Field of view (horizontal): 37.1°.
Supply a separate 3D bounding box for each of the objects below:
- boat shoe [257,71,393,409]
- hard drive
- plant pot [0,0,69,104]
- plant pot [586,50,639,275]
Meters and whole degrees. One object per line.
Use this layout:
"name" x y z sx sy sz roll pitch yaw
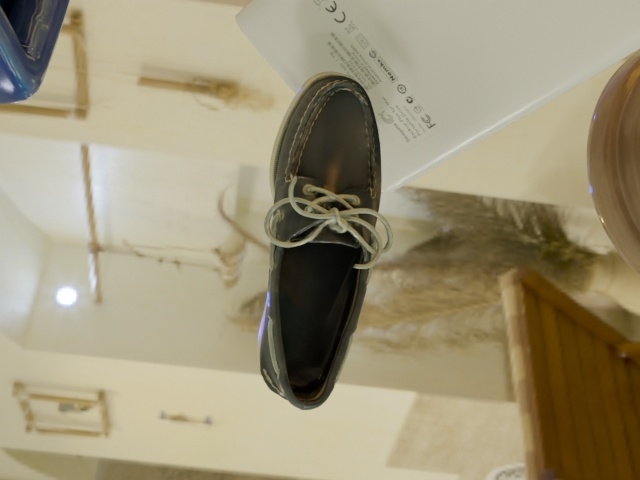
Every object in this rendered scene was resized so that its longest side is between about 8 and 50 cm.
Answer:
"boat shoe" 0.000 0.000 0.719 0.079 0.095 0.254 -150 73 -76
"hard drive" 0.088 -0.172 0.716 0.307 0.203 0.040 -30 15 47
"plant pot" -0.235 -0.199 0.387 0.236 0.212 0.236 74 -167 -52
"plant pot" 0.354 -0.068 0.801 0.110 0.237 0.237 165 112 -70
